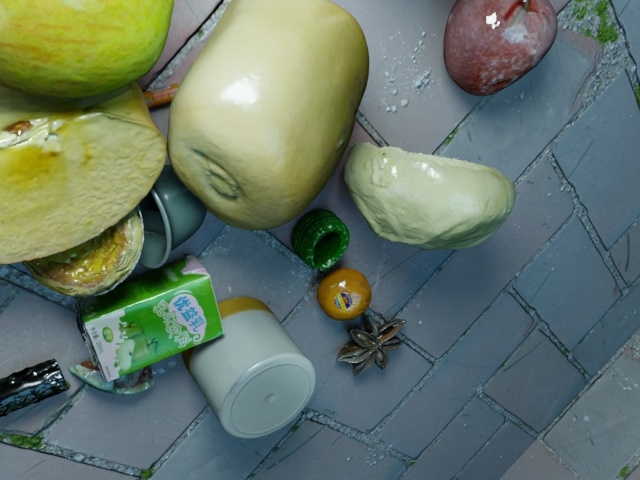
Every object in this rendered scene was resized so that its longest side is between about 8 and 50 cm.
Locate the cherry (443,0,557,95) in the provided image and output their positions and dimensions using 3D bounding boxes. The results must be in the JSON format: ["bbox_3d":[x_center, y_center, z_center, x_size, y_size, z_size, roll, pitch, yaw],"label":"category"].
[{"bbox_3d":[0.377,-0.441,1.400,0.236,0.212,0.285,6,142,-17],"label":"cherry"}]

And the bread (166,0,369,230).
[{"bbox_3d":[-0.069,-0.231,1.127,0.348,0.253,0.376,74,33,-53],"label":"bread"}]

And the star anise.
[{"bbox_3d":[0.136,0.292,1.833,0.212,0.073,0.196,12,109,-37],"label":"star anise"}]

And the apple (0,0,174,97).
[{"bbox_3d":[-0.338,-0.349,0.851,0.340,0.339,0.339,-19,129,-25],"label":"apple"}]

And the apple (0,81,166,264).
[{"bbox_3d":[-0.414,-0.143,0.999,0.309,0.252,0.314,-26,97,-32],"label":"apple"}]

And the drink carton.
[{"bbox_3d":[-0.348,0.154,1.355,0.271,0.108,0.161,-21,123,-21],"label":"drink carton"}]

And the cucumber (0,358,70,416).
[{"bbox_3d":[-0.649,0.322,1.293,0.304,0.072,0.081,-23,131,-21],"label":"cucumber"}]

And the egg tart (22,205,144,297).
[{"bbox_3d":[-0.417,-0.016,1.163,0.234,0.234,0.094,-47,178,2],"label":"egg tart"}]

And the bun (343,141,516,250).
[{"bbox_3d":[0.218,-0.081,1.418,0.364,0.364,0.202,10,94,-39],"label":"bun"}]

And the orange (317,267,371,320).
[{"bbox_3d":[0.060,0.132,1.636,0.136,0.117,0.135,1,99,7],"label":"orange"}]

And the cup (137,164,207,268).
[{"bbox_3d":[-0.284,-0.067,1.230,0.150,0.199,0.199,-29,135,-41],"label":"cup"}]

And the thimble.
[{"bbox_3d":[0.000,0.000,1.520,0.118,0.090,0.130,-8,123,-28],"label":"thimble"}]

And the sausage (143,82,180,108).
[{"bbox_3d":[-0.280,-0.257,1.181,0.107,0.031,0.031,-21,130,-22],"label":"sausage"}]

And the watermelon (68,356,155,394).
[{"bbox_3d":[-0.428,0.273,1.425,0.187,0.071,0.139,20,102,-42],"label":"watermelon"}]

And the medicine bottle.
[{"bbox_3d":[-0.163,0.285,1.502,0.238,0.232,0.237,-19,130,-24],"label":"medicine bottle"}]
